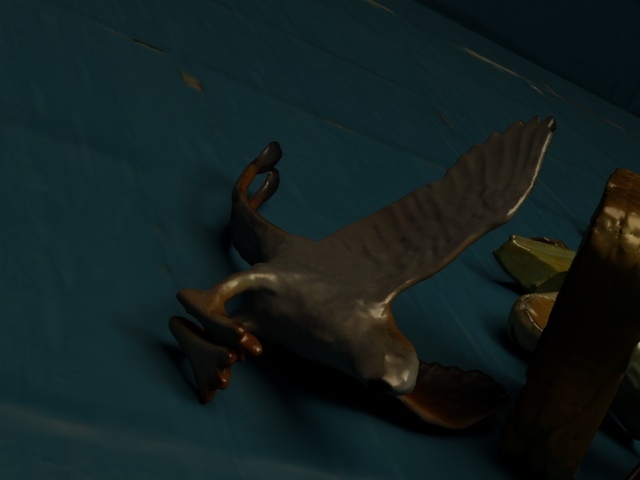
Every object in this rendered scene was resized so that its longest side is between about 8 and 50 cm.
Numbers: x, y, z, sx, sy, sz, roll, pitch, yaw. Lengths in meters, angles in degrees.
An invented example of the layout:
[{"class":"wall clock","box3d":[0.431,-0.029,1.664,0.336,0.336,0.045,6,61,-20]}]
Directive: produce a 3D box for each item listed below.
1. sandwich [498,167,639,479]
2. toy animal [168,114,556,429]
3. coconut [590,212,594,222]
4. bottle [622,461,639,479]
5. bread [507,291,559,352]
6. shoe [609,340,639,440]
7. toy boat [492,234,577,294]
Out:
[{"class":"sandwich","box3d":[0.207,0.060,0.748,0.065,0.214,0.186,23,18,14]},{"class":"toy animal","box3d":[-0.011,0.007,0.710,0.284,0.225,0.302,22,26,29]},{"class":"coconut","box3d":[0.432,-0.019,1.432,0.083,0.081,0.082,37,-19,53]},{"class":"bottle","box3d":[0.322,0.112,0.628,0.144,0.336,0.144,27,20,-11]},{"class":"bread","box3d":[0.254,0.088,0.982,0.214,0.053,0.073,2,43,-46]},{"class":"shoe","box3d":[0.349,0.090,0.946,0.293,0.109,0.149,-25,89,-38]},{"class":"toy boat","box3d":[0.246,0.025,1.093,0.172,0.065,0.066,11,42,-53]}]
